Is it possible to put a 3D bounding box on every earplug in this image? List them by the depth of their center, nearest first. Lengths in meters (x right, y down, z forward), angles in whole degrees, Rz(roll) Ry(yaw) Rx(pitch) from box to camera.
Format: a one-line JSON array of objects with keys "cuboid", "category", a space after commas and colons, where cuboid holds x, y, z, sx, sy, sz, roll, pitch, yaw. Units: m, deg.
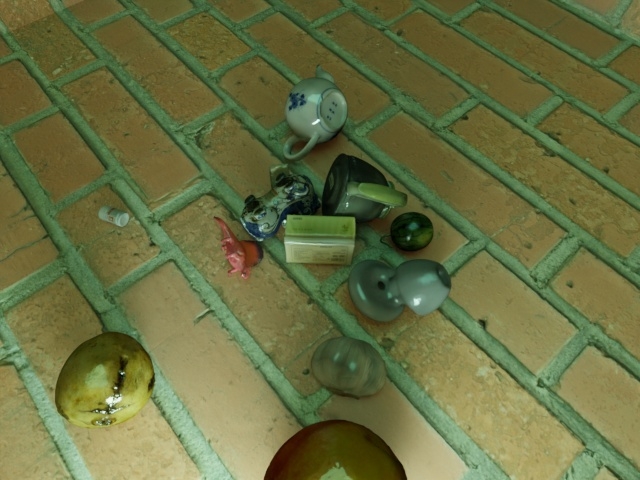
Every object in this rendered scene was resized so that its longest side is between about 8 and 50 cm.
[{"cuboid": [0.249, 0.146, 1.389, 0.326, 0.175, 0.214, -3, 59, -1], "category": "earplug"}]

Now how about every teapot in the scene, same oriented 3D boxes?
[{"cuboid": [0.157, -0.181, 1.507, 0.240, 0.321, 0.239, 11, 65, -16], "category": "teapot"}, {"cuboid": [-0.039, -0.511, 1.733, 0.280, 0.252, 0.423, 14, 82, 45], "category": "teapot"}]

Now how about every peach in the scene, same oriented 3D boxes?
[{"cuboid": [0.041, 0.624, 1.058, 0.373, 0.290, 0.372, 2, 61, -4], "category": "peach"}]

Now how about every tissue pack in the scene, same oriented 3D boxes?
[{"cuboid": [0.000, 0.000, 1.478, 0.234, 0.159, 0.125, 2, 61, 1], "category": "tissue pack"}]

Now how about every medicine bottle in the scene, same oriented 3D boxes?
[{"cuboid": [-0.751, -0.089, 1.584, 0.089, 0.057, 0.057, 18, 62, 10], "category": "medicine bottle"}]

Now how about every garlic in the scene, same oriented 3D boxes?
[{"cuboid": [0.082, 0.363, 1.291, 0.230, 0.142, 0.178, 9, 63, 15], "category": "garlic"}]

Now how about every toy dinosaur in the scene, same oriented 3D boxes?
[{"cuboid": [-0.280, 0.011, 1.535, 0.139, 0.070, 0.286, -12, 58, -18], "category": "toy dinosaur"}]

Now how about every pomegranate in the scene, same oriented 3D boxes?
[{"cuboid": [-0.593, 0.392, 1.208, 0.261, 0.260, 0.260, 0, 61, 0], "category": "pomegranate"}]

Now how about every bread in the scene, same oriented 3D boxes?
[{"cuboid": [-0.142, -0.193, 1.594, 0.077, 0.152, 0.105, -10, 57, -5], "category": "bread"}]

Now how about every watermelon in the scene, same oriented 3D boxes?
[{"cuboid": [0.295, -0.028, 1.507, 0.187, 0.140, 0.140, -8, 61, 0], "category": "watermelon"}]

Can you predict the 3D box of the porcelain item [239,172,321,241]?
[{"cuboid": [-0.140, -0.110, 1.547, 0.288, 0.186, 0.138, -40, 42, -7], "category": "porcelain item"}]
